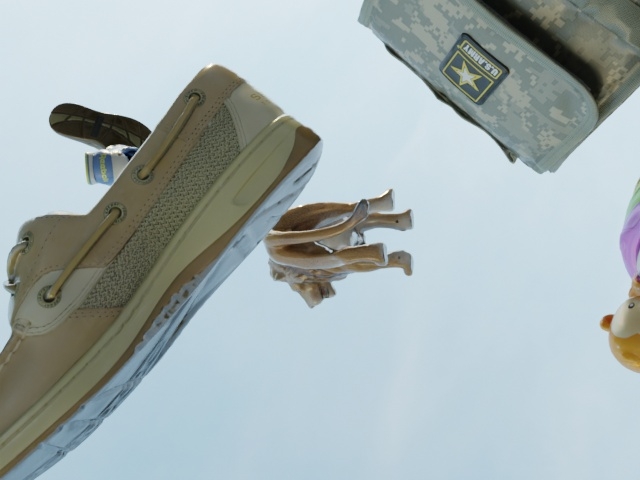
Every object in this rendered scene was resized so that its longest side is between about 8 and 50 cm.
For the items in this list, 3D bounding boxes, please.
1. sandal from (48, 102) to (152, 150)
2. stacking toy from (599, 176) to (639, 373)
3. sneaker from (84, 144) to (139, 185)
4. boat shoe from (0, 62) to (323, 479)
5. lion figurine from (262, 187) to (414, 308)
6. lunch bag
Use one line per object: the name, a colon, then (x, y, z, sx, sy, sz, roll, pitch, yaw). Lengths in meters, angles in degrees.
sandal: (-0.330, -0.161, 1.329, 0.180, 0.049, 0.072, 20, -106, 1)
stacking toy: (0.276, -0.002, 0.613, 0.302, 0.175, 0.165, -38, -55, -40)
sneaker: (-0.252, -0.096, 1.098, 0.059, 0.144, 0.053, -6, -79, 6)
boat shoe: (-0.128, 0.026, 0.498, 0.098, 0.109, 0.302, 40, -99, 5)
lion figurine: (0.000, 0.000, 1.224, 0.240, 0.392, 0.142, -2, -104, 14)
lunch bag: (0.190, -0.219, 0.736, 0.235, 0.287, 0.169, 40, -147, 3)
